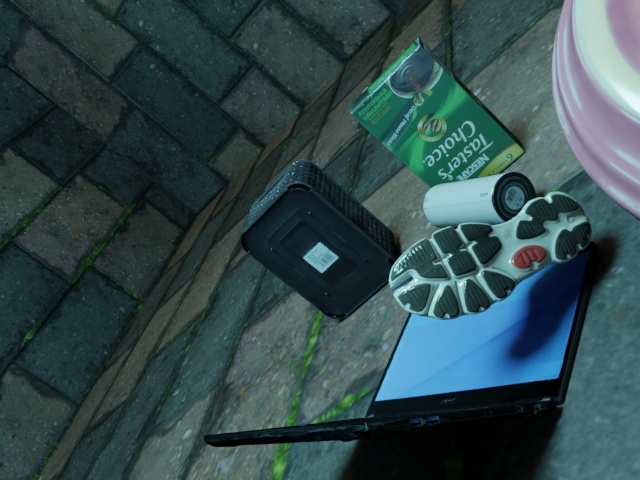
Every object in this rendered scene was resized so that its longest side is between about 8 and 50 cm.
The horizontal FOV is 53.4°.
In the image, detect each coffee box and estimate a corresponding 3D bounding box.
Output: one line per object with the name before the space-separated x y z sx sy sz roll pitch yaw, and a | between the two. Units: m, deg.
coffee box | 0.139 -0.133 0.751 0.113 0.184 0.040 -42 21 22

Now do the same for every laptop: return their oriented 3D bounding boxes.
laptop | 0.067 0.086 0.528 0.234 0.265 0.136 -29 63 53

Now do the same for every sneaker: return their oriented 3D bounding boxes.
sneaker | 0.133 0.021 0.503 0.170 0.068 0.071 -18 -18 -14

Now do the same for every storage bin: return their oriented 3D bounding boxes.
storage bin | 0.000 0.000 0.824 0.122 0.180 0.084 -43 17 22

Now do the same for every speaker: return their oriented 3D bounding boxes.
speaker | 0.169 -0.041 0.696 0.055 0.055 0.136 -54 16 -13

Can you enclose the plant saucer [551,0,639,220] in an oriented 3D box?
plant saucer | 0.277 -0.151 0.347 0.332 0.084 0.331 -21 59 40
